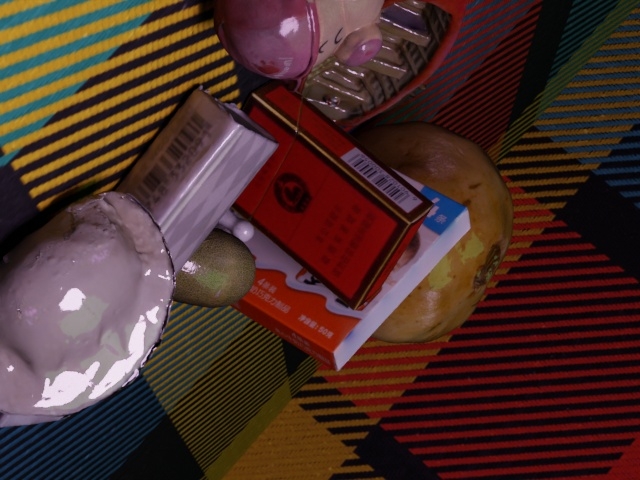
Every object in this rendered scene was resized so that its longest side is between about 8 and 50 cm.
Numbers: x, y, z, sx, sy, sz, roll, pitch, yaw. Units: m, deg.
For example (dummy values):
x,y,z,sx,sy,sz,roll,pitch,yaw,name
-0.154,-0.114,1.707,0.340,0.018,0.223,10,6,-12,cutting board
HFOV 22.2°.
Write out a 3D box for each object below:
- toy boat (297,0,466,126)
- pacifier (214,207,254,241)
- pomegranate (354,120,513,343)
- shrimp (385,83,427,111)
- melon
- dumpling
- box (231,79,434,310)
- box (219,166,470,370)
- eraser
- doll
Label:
x,y,z,sx,sy,sz,roll,pitch,yaw,name
0.075,-0.232,1.845,0.392,0.136,0.079,138,-34,-60,toy boat
-0.113,-0.027,1.962,0.099,0.078,0.081,-47,162,-11,pacifier
0.115,-0.016,2.362,0.332,0.332,0.332,-48,169,-12,pomegranate
0.118,-0.230,2.255,0.117,0.066,0.262,-54,170,21,shrimp
-0.146,0.028,1.896,0.162,0.099,0.099,14,120,-44,melon
-0.236,0.071,1.559,0.247,0.172,0.142,-48,-172,-17,dumpling
-0.004,-0.054,1.874,0.074,0.240,0.153,-37,163,-46,box
0.000,0.000,2.009,0.265,0.273,0.048,-46,146,-24,box
-0.206,0.021,1.732,0.397,0.082,0.213,-51,168,5,eraser
0.011,-0.245,1.549,0.256,0.152,0.196,-40,153,-25,doll
